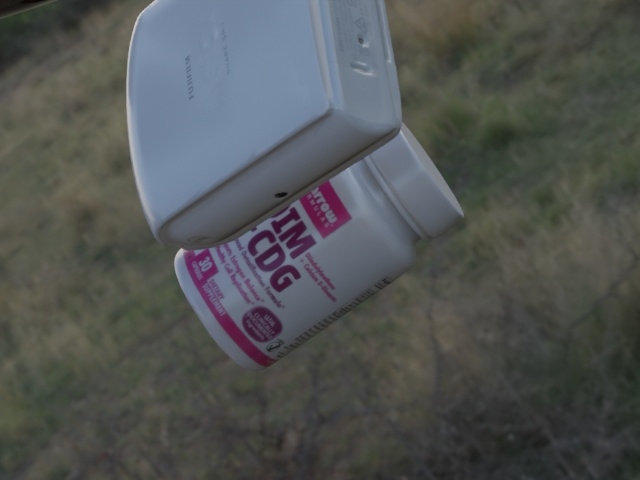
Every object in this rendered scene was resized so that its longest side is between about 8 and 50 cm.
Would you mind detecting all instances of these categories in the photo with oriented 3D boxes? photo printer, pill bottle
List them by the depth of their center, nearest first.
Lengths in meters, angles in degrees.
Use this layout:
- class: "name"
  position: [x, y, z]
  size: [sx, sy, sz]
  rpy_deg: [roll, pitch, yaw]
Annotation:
- class: "photo printer"
  position: [-0.070, -0.147, 1.483]
  size: [0.307, 0.107, 0.256]
  rpy_deg: [-30, 58, 42]
- class: "pill bottle"
  position: [0.000, 0.000, 1.704]
  size: [0.283, 0.160, 0.160]
  rpy_deg: [-35, 13, 9]

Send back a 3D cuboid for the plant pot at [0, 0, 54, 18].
- class: "plant pot"
  position: [-0.249, -0.180, 0.801]
  size: [0.215, 0.215, 0.230]
  rpy_deg: [-25, 11, 42]
